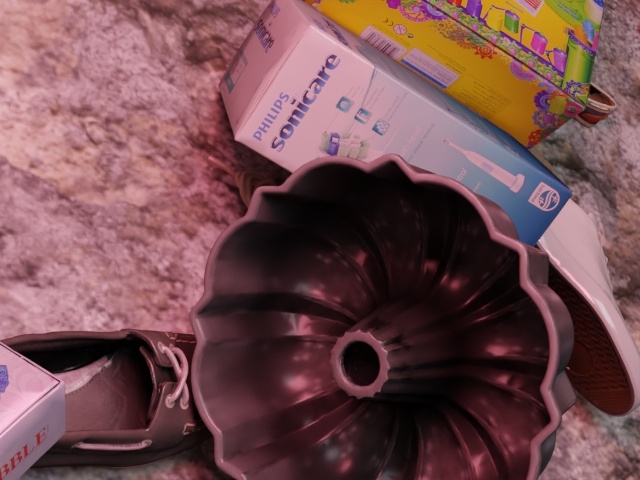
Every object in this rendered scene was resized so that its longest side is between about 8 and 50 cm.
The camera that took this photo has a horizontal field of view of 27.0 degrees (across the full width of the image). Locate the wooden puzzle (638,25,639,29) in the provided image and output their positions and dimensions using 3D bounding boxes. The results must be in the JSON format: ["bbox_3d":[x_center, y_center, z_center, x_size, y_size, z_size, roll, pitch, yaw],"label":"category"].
[{"bbox_3d":[0.475,-0.268,1.778,0.116,0.014,0.078,37,56,-12],"label":"wooden puzzle"}]

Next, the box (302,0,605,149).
[{"bbox_3d":[0.143,-0.274,1.442,0.290,0.177,0.279,30,54,-17],"label":"box"}]

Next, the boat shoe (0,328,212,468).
[{"bbox_3d":[-0.188,0.128,1.087,0.335,0.095,0.112,-4,69,-34],"label":"boat shoe"}]

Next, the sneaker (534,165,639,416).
[{"bbox_3d":[0.281,0.041,1.418,0.123,0.106,0.290,-21,79,-36],"label":"sneaker"}]

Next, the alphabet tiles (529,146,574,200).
[{"bbox_3d":[0.138,-0.074,1.460,0.285,0.011,0.342,-37,90,-40],"label":"alphabet tiles"}]

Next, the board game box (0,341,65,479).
[{"bbox_3d":[-0.393,0.133,0.879,0.318,0.066,0.319,29,48,19],"label":"board game box"}]

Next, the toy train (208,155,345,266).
[{"bbox_3d":[0.000,0.000,1.229,0.248,0.143,0.105,41,76,-10],"label":"toy train"}]

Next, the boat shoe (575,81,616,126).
[{"bbox_3d":[0.295,-0.192,1.602,0.137,0.043,0.049,39,53,-9],"label":"boat shoe"}]

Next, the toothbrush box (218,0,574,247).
[{"bbox_3d":[0.062,-0.099,1.266,0.295,0.126,0.216,31,12,-18],"label":"toothbrush box"}]

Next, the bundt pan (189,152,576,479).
[{"bbox_3d":[0.059,0.094,1.075,0.124,0.331,0.331,-5,68,-59],"label":"bundt pan"}]
